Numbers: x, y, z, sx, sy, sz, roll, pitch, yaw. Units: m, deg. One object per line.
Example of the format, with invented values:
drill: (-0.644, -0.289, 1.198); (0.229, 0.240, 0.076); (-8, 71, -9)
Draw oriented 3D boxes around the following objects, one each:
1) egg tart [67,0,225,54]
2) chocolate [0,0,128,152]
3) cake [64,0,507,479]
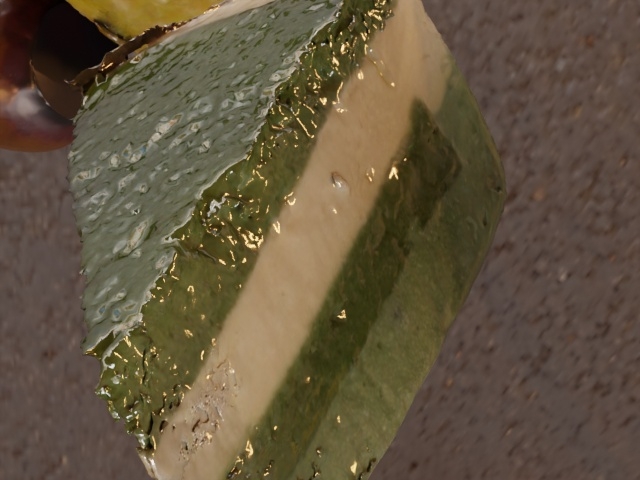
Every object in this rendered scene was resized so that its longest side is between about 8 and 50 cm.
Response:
egg tart: (-0.133, -0.196, 1.169); (0.290, 0.290, 0.115); (33, 94, 6)
chocolate: (-0.208, -0.119, 1.188); (0.133, 0.127, 0.124); (-7, 73, 36)
cake: (-0.001, 0.003, 0.741); (0.172, 0.283, 0.158); (-31, 115, 9)
